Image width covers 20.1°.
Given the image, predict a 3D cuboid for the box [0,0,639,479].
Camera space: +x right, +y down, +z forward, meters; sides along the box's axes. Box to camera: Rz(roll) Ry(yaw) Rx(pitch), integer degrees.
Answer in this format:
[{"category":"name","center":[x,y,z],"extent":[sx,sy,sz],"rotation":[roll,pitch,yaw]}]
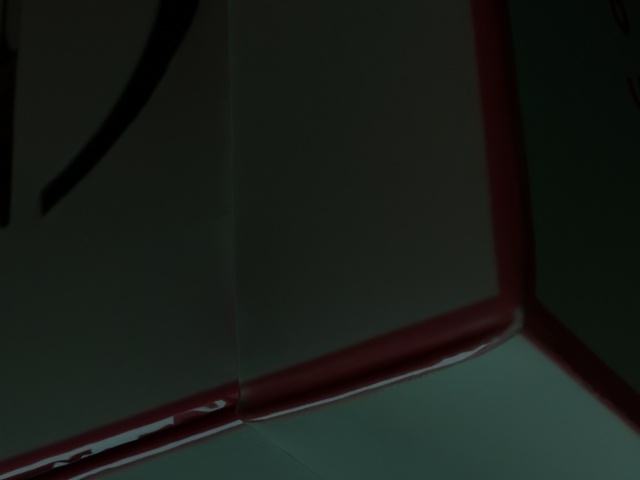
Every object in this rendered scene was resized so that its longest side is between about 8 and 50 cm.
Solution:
[{"category":"box","center":[0.000,0.000,0.629],"extent":[0.300,0.314,0.312],"rotation":[-20,143,26]}]
